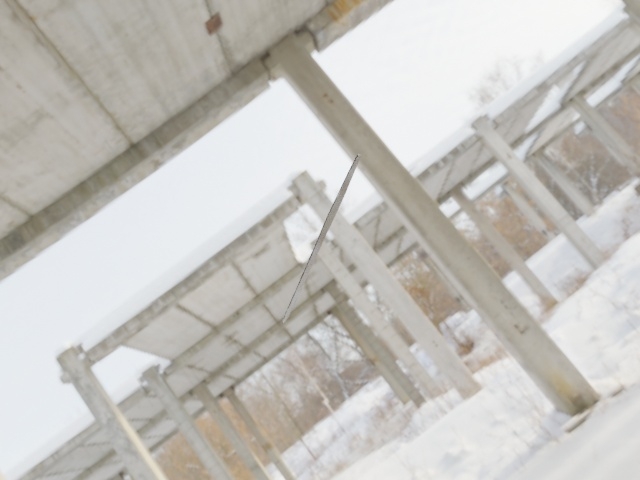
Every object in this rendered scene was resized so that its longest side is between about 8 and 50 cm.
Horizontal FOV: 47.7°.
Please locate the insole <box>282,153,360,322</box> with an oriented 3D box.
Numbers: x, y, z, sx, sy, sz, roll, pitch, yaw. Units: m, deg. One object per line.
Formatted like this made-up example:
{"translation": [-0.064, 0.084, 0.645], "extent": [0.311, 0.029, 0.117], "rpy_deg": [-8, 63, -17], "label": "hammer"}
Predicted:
{"translation": [0.000, 0.000, 0.521], "extent": [0.135, 0.002, 0.045], "rpy_deg": [-66, -6, 14], "label": "insole"}
